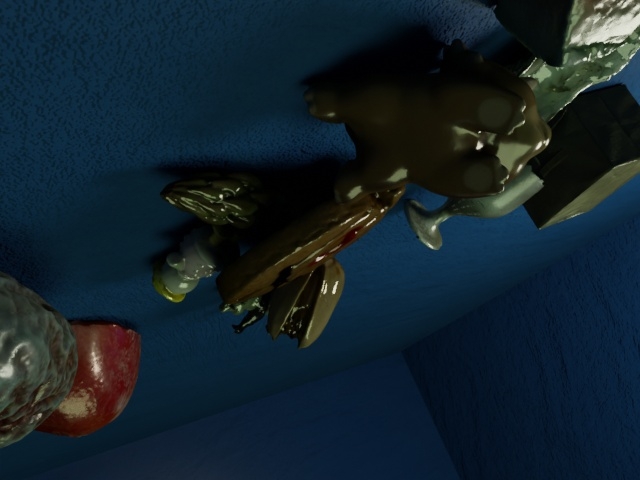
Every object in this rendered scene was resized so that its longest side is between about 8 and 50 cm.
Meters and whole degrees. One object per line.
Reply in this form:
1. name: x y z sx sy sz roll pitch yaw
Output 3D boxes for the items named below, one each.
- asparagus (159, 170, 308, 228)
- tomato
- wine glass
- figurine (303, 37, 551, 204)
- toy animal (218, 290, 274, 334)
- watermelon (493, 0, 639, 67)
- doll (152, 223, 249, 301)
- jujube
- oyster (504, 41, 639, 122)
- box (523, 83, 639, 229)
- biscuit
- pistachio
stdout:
1. asparagus: -0.092 -0.052 0.726 0.080 0.080 0.287 -36 157 31
2. tomato: -0.460 0.274 0.999 0.309 0.170 0.309 -22 162 -7
3. wine glass: 0.282 -0.085 0.997 0.241 0.126 0.126 -34 158 32
4. figurine: 0.136 -0.139 0.641 0.247 0.177 0.173 -9 -156 21
5. toy animal: -0.119 0.133 1.145 0.225 0.094 0.121 9 132 -40
6. watermelon: 0.296 -0.279 0.463 0.264 0.151 0.302 -25 161 5
7. doll: -0.190 0.033 0.820 0.207 0.081 0.129 -33 164 32
8. jujube: -0.420 0.143 0.643 0.226 0.226 0.317 -18 168 -15
9. oyster: 0.306 -0.217 0.734 0.199 0.087 0.252 3 141 -34
10. box: 0.483 -0.150 1.015 0.155 0.149 0.231 -17 159 -21
11. biscuit: 0.001 0.001 0.846 0.314 0.063 0.367 -32 175 15
12. pistachio: -0.031 0.114 1.081 0.131 0.129 0.206 -24 137 -89
